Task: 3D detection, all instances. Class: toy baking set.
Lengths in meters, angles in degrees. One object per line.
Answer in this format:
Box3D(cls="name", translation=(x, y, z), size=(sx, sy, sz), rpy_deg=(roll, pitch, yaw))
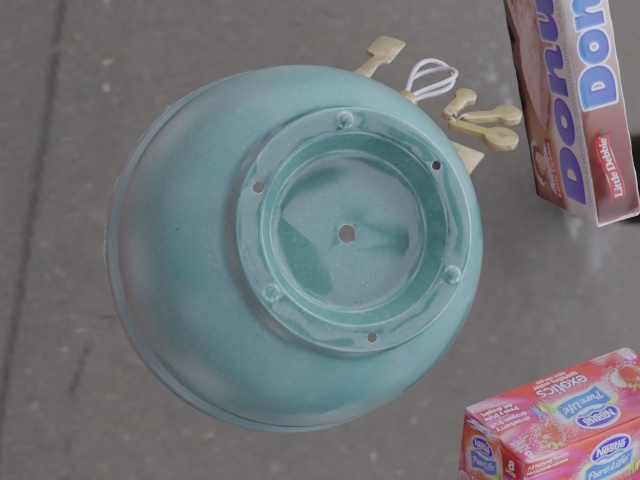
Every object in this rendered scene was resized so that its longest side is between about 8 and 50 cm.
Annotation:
Box3D(cls="toy baking set", translation=(0.096, -0.132, 1.781), size=(0.197, 0.256, 0.030), rpy_deg=(-19, 134, -32))

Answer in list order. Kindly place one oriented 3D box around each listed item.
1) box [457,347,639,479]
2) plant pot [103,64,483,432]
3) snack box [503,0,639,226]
Box3D(cls="box", translation=(0.299, 0.240, 2.004), size=(0.257, 0.122, 0.128), rpy_deg=(-17, 126, -28))
Box3D(cls="plant pot", translation=(0.000, 0.000, 1.260), size=(0.293, 0.196, 0.293), rpy_deg=(1, 85, -16))
Box3D(cls="snack box", translation=(0.090, -0.098, 0.657), size=(0.022, 0.064, 0.178), rpy_deg=(-16, 107, -12))
